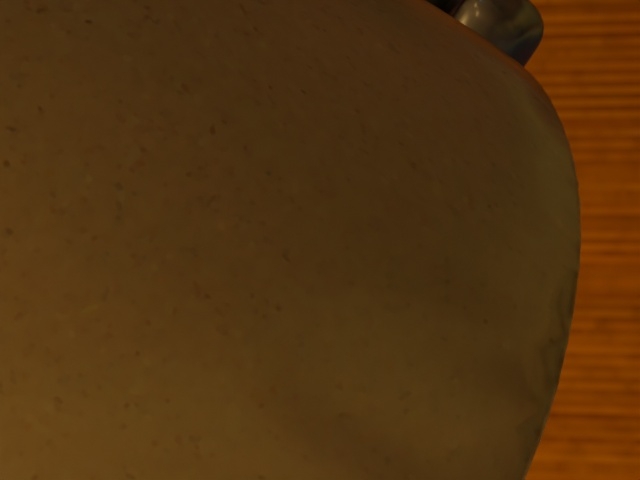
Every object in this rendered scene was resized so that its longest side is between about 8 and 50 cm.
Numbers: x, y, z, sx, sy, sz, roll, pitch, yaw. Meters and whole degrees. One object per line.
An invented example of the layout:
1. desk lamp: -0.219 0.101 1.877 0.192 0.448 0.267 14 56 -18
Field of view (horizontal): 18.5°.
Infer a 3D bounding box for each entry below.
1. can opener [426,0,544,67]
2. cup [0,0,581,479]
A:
1. can opener: 0.000 0.000 0.843 0.093 0.074 0.280 -15 -40 -59
2. cup: -0.121 0.007 0.604 0.237 0.331 0.331 37 -133 -30
